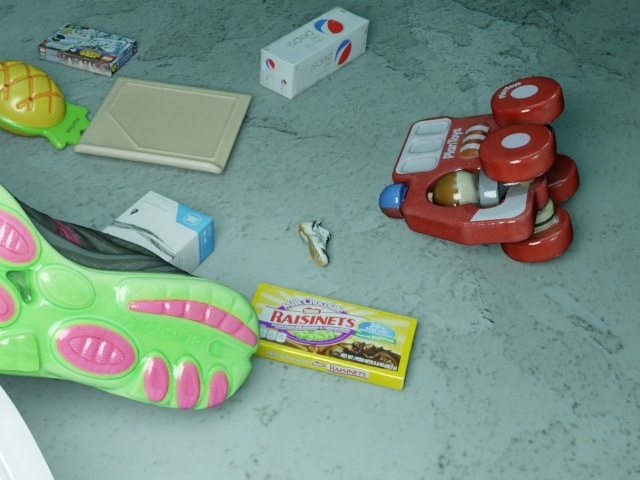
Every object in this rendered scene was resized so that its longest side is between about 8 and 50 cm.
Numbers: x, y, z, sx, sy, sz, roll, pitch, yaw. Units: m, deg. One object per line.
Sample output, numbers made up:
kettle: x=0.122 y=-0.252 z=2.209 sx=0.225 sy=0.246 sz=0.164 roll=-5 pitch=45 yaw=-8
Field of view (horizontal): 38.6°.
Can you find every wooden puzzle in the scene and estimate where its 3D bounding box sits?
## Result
wooden puzzle: x=-0.234 y=-0.174 z=1.400 sx=0.221 sy=0.044 sz=0.238 roll=9 pitch=37 yaw=4

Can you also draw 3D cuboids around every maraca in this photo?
maraca: x=-0.429 y=-0.202 z=1.367 sx=0.186 sy=0.099 sz=0.127 roll=30 pitch=43 yaw=-12

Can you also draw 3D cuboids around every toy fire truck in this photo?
toy fire truck: x=0.219 y=-0.092 z=1.291 sx=0.254 sy=0.169 sz=0.302 roll=-5 pitch=36 yaw=24

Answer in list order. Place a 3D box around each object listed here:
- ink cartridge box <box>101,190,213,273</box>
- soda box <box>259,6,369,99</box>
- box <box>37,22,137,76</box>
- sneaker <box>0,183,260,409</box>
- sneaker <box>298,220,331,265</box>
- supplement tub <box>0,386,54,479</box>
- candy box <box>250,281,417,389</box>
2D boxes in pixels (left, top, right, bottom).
ink cartridge box: x=-0.228 y=0.022 z=1.159 sx=0.104 sy=0.060 sz=0.180 roll=23 pitch=44 yaw=18
soda box: x=-0.009 y=-0.324 z=1.569 sx=0.074 sy=0.069 sz=0.216 roll=30 pitch=48 yaw=24
box: x=-0.395 y=-0.326 z=1.556 sx=0.137 sy=0.027 sz=0.094 roll=16 pitch=41 yaw=12
sneaker: x=-0.296 y=0.050 z=0.934 sx=0.483 sy=0.185 sz=0.202 roll=30 pitch=-11 yaw=-29
sneaker: x=0.000 y=0.000 z=1.232 sx=0.037 sy=0.031 sz=0.083 roll=-11 pitch=45 yaw=-18
supplement tub: x=-0.389 y=0.264 z=0.738 sx=0.325 sy=0.235 sz=0.235 roll=-25 pitch=50 yaw=-31
candy box: x=0.009 y=0.113 z=1.110 sx=0.206 sy=0.027 sz=0.105 roll=12 pitch=39 yaw=7
